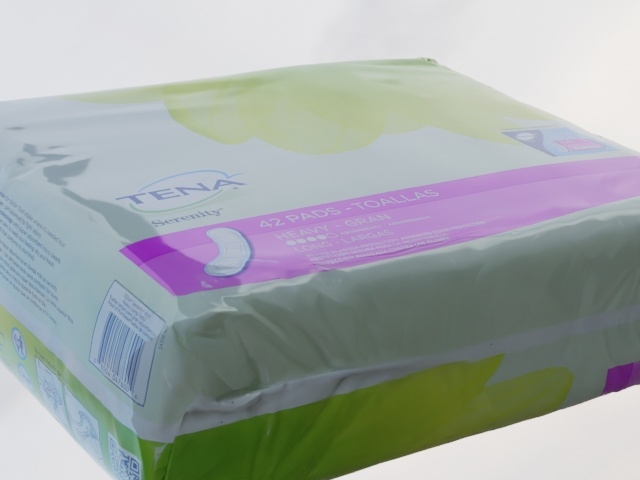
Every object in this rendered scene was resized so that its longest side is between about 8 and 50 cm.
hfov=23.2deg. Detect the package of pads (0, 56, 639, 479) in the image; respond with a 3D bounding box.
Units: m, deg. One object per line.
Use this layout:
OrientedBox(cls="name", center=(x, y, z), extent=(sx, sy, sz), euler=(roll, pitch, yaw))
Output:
OrientedBox(cls="package of pads", center=(0.000, 0.000, 0.682), extent=(0.297, 0.229, 0.101), euler=(-10, -63, -34))
